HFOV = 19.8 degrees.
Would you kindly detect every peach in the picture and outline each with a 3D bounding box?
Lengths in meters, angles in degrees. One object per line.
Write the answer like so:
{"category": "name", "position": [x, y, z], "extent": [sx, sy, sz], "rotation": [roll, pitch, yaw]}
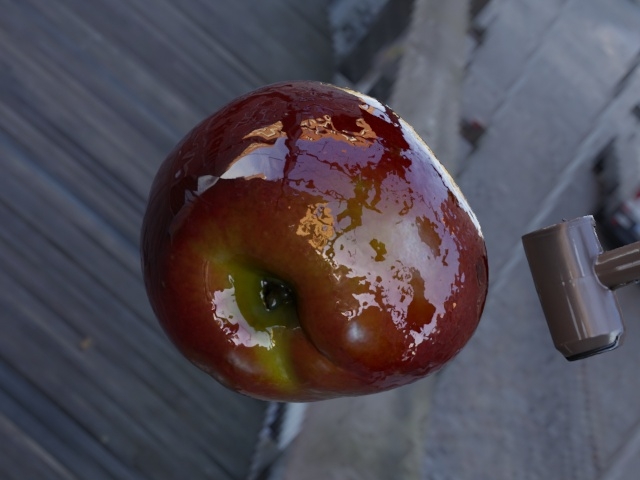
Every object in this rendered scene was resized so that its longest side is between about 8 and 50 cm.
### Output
{"category": "peach", "position": [0.000, 0.000, 1.209], "extent": [0.243, 0.199, 0.243], "rotation": [12, 27, -6]}

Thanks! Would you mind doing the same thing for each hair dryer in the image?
{"category": "hair dryer", "position": [0.261, 0.022, 1.504], "extent": [0.064, 0.181, 0.117], "rotation": [-9, 81, -59]}
